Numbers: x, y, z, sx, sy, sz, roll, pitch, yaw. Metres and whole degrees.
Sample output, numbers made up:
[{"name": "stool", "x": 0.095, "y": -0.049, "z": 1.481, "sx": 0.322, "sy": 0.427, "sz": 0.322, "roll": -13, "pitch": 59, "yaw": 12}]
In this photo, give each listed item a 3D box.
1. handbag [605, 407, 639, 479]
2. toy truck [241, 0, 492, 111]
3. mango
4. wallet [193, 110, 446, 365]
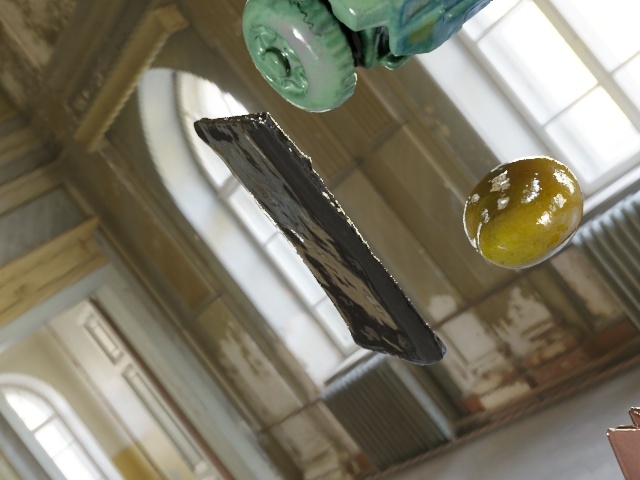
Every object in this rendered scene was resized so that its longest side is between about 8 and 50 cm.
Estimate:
[{"name": "handbag", "x": 0.313, "y": 0.181, "z": 0.649, "sx": 0.059, "sy": 0.157, "sz": 0.212, "roll": -28, "pitch": 5, "yaw": -34}, {"name": "toy truck", "x": -0.022, "y": -0.201, "z": 0.460, "sx": 0.155, "sy": 0.279, "sz": 0.156, "roll": -40, "pitch": -21, "yaw": -20}, {"name": "mango", "x": 0.169, "y": -0.020, "z": 0.790, "sx": 0.103, "sy": 0.076, "sz": 0.161, "roll": -20, "pitch": 14, "yaw": 21}, {"name": "wallet", "x": 0.000, "y": 0.001, "z": 0.828, "sx": 0.030, "sy": 0.285, "sz": 0.146, "roll": -46, "pitch": 24, "yaw": -20}]
